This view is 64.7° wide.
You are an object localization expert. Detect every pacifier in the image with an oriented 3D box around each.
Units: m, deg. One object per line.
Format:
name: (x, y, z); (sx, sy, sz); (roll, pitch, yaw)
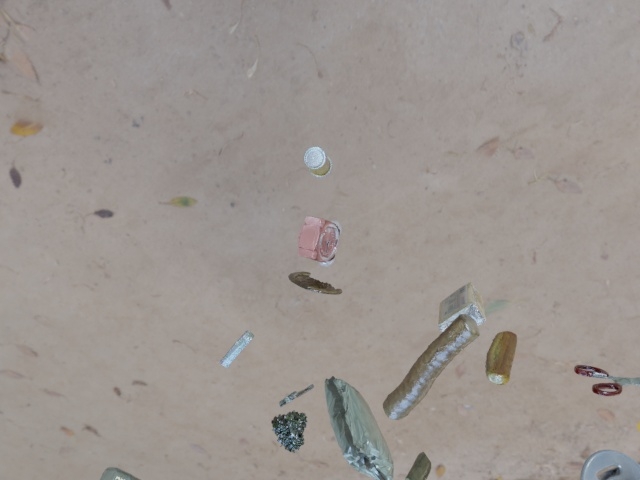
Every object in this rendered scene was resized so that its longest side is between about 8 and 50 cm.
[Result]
pacifier: (0.783, 0.646, 1.207); (0.243, 0.300, 0.233); (-14, 154, -17)

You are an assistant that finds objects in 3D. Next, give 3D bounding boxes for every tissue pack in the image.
tissue pack: (0.478, 0.241, 1.715); (0.148, 0.196, 0.092); (-39, 92, 22)

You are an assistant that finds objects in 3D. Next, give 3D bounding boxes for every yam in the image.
yam: (0.360, 0.849, 1.843); (0.069, 0.146, 0.070); (22, 131, 28)
yam: (0.279, 0.323, 1.278); (0.081, 0.081, 0.357); (26, 118, -15)

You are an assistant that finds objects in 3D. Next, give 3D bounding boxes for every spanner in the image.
spanner: (-0.069, 0.452, 1.482); (0.071, 0.018, 0.302); (-34, 166, 2)

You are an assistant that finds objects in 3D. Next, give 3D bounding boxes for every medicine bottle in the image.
medicine bottle: (-0.007, -0.223, 1.448); (0.073, 0.218, 0.074); (0, 93, 4)

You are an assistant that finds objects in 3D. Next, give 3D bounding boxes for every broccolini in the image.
broccolini: (-0.070, 0.411, 1.140); (0.073, 0.079, 0.392); (-21, 169, -10)

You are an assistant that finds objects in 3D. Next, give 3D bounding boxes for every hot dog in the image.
hot dog: (0.451, 0.294, 1.270); (0.066, 0.215, 0.047); (11, 115, 21)

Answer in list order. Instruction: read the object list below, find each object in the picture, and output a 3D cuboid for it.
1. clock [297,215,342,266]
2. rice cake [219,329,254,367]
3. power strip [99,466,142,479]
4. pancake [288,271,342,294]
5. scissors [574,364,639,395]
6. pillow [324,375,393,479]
clock: (0.000, 0.000, 1.733); (0.092, 0.166, 0.162); (11, 176, 36)
rice cake: (-0.324, 0.421, 1.960); (0.043, 0.034, 0.211); (36, 120, -7)
power strip: (-0.583, 0.781, 1.388); (0.229, 0.261, 0.141); (-21, 126, 42)
pancake: (-0.016, 0.140, 1.669); (0.190, 0.184, 0.020); (17, 99, 10)
scissors: (0.797, 0.361, 1.293); (0.247, 0.144, 0.017); (2, 104, 2)
pillow: (0.130, 0.630, 1.659); (0.138, 0.310, 0.283); (-31, 127, 2)
